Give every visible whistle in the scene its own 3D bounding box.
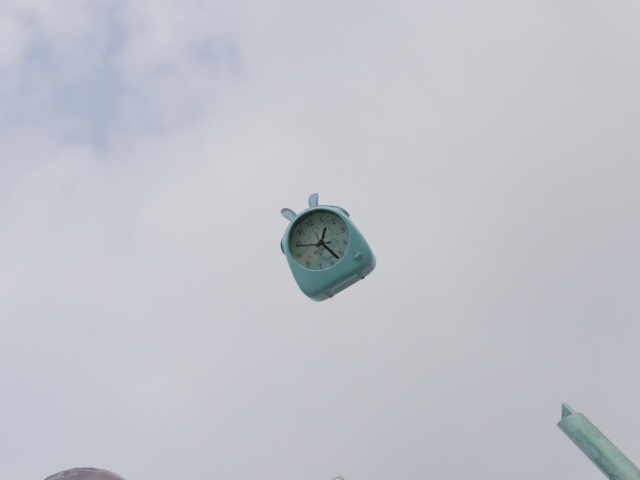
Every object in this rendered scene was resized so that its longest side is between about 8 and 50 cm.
[{"bbox_3d":[0.350,0.264,1.201,0.039,0.186,0.039,-8,-66,-17],"label":"whistle"}]

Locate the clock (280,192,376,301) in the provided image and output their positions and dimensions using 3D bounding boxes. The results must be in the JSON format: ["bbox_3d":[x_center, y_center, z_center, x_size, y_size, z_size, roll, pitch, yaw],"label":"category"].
[{"bbox_3d":[0.000,0.000,1.294,0.108,0.147,0.045,-30,-22,4],"label":"clock"}]

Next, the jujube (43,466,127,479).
[{"bbox_3d":[-0.321,0.362,1.175,0.237,0.168,0.168,-9,-40,16],"label":"jujube"}]
